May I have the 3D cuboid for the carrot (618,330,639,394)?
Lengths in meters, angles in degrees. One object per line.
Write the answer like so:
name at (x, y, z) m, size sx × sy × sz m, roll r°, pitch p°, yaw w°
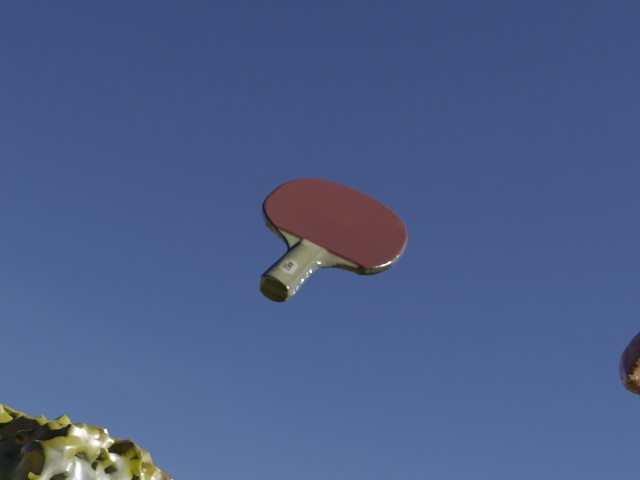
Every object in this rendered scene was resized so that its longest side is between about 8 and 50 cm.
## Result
carrot at (0.310, 0.109, 1.397) m, size 0.072 × 0.072 × 0.205 m, roll 9°, pitch 9°, yaw 23°

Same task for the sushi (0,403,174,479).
sushi at (-0.206, 0.340, 1.127) m, size 0.240 × 0.351 × 0.396 m, roll -2°, pitch -39°, yaw 39°

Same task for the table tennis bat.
table tennis bat at (0.000, 0.000, 1.418) m, size 0.138 × 0.246 × 0.022 m, roll 26°, pitch -63°, yaw 11°
